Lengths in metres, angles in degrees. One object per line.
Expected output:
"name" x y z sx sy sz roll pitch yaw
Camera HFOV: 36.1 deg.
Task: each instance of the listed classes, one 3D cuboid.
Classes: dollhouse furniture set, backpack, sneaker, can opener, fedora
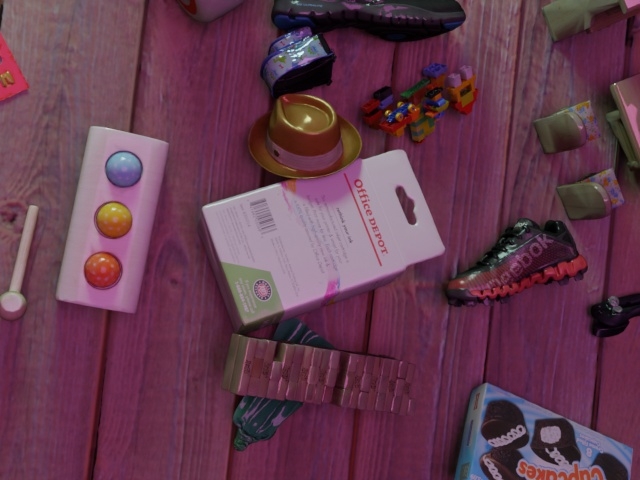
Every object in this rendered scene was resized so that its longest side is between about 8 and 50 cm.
"dollhouse furniture set" 0.583 -0.277 1.719 0.362 0.256 0.394 -23 95 -14
"backpack" -0.044 -0.292 1.629 0.114 0.105 0.084 -26 74 -13
"sneaker" 0.336 0.035 1.730 0.276 0.098 0.135 -16 94 -17
"sneaker" 0.088 -0.418 1.654 0.341 0.125 0.139 3 84 -17
"can opener" 0.584 0.123 1.826 0.186 0.073 0.059 -17 55 -18
"fedora" -0.027 -0.182 1.591 0.194 0.194 0.079 -16 137 -15

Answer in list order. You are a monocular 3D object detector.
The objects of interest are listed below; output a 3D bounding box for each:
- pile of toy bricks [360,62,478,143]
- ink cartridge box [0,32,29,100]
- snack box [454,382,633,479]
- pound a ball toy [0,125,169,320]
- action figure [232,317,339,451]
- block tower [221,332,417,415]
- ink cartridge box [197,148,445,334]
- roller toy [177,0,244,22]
"pile of toy bricks" 0.172 -0.218 1.698 0.212 0.118 0.105 -36 127 -29
"ink cartridge box" -0.591 -0.269 1.503 0.225 0.056 0.181 -28 97 -12
"snack box" 0.398 0.399 1.727 0.322 0.060 0.187 25 59 -14
"pound a ball toy" -0.366 -0.015 1.518 0.208 0.136 0.319 12 86 -15
"action figure" -0.075 0.249 1.632 0.137 0.063 0.232 38 76 -14
"block tower" 0.002 0.217 1.586 0.336 0.091 0.097 14 85 -31
"ink cartridge box" 0.000 0.000 1.604 0.354 0.119 0.207 -18 78 -14
"roller toy" -0.175 -0.458 1.547 0.146 0.191 0.209 -33 74 -12
